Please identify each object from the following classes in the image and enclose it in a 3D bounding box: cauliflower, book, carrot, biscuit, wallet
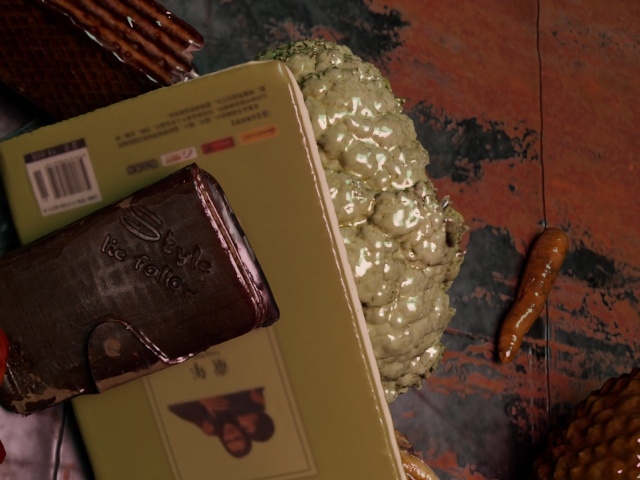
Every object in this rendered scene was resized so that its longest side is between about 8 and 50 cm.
[{"bbox_3d":[0.000,0.000,1.061,0.272,0.275,0.250,44,20,1],"label":"cauliflower"},{"bbox_3d":[-0.083,0.068,0.941,0.035,0.239,0.352,-37,113,-69],"label":"book"},{"bbox_3d":[0.206,0.054,1.298,0.036,0.036,0.165,39,60,-22],"label":"carrot"},{"bbox_3d":[-0.204,-0.164,0.970,0.252,0.106,0.070,35,52,-6],"label":"biscuit"},{"bbox_3d":[-0.149,0.041,0.922,0.121,0.232,0.031,65,24,-4],"label":"wallet"}]

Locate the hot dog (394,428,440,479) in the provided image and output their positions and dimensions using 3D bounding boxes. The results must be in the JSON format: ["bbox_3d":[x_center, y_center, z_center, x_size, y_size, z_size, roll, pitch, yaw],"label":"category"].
[{"bbox_3d":[0.091,0.271,1.129,0.252,0.069,0.131,53,54,-12],"label":"hot dog"}]

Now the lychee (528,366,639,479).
[{"bbox_3d":[0.302,0.237,1.203,0.271,0.236,0.235,-21,90,-19],"label":"lychee"}]

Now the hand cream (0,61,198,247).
[{"bbox_3d":[-0.183,-0.078,1.032,0.248,0.052,0.075,-39,101,-37],"label":"hand cream"}]

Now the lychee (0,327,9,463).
[{"bbox_3d":[-0.354,0.059,0.640,0.425,0.425,0.499,26,67,-29],"label":"lychee"}]
